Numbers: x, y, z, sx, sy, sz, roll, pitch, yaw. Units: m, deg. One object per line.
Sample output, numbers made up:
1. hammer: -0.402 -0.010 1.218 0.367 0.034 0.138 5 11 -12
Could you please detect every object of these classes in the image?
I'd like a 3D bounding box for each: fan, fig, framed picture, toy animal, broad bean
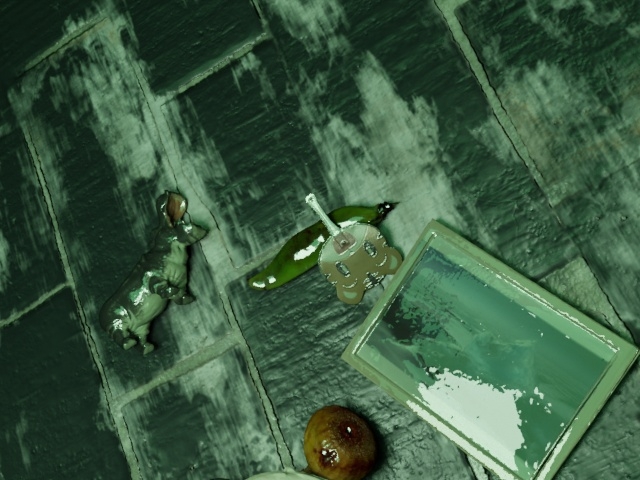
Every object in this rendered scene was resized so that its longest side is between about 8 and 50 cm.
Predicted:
1. fan: 0.043 0.004 1.699 0.153 0.008 0.226 -37 94 13
2. fig: 0.009 0.408 1.629 0.201 0.134 0.146 -52 34 26
3. framed picture: 0.291 0.206 1.590 0.446 0.028 0.326 34 93 26
4. toy animal: -0.336 0.069 1.854 0.168 0.106 0.343 22 81 33
5. broad bean: 0.000 0.000 1.744 0.339 0.061 0.077 -31 80 15

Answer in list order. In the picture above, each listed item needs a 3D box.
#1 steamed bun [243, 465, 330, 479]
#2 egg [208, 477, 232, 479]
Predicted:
1. steamed bun: -0.062 0.591 1.488 0.374 0.374 0.241 47 135 25
2. egg: -0.190 0.540 1.662 0.141 0.141 0.181 -6 86 22
